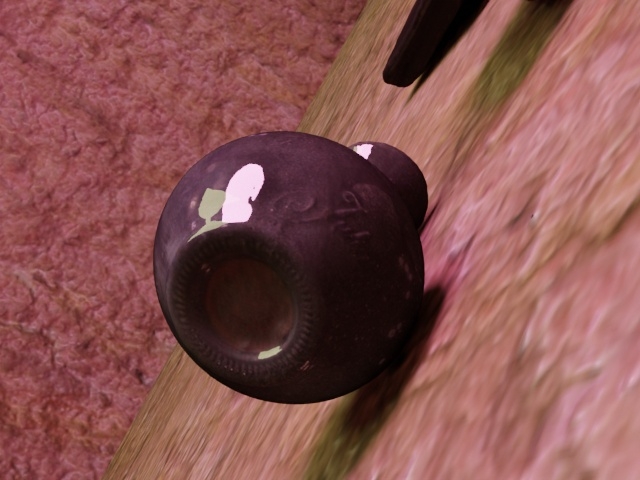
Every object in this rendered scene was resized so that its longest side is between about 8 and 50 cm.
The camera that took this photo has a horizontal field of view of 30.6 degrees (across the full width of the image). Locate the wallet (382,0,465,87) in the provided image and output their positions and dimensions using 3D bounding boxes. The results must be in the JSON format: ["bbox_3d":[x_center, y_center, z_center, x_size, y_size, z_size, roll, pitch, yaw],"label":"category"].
[{"bbox_3d":[0.140,-0.273,0.946,0.309,0.042,0.165,-62,5,-29],"label":"wallet"}]

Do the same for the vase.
[{"bbox_3d":[0.000,0.000,0.543,0.120,0.120,0.183,-57,-7,25],"label":"vase"}]
